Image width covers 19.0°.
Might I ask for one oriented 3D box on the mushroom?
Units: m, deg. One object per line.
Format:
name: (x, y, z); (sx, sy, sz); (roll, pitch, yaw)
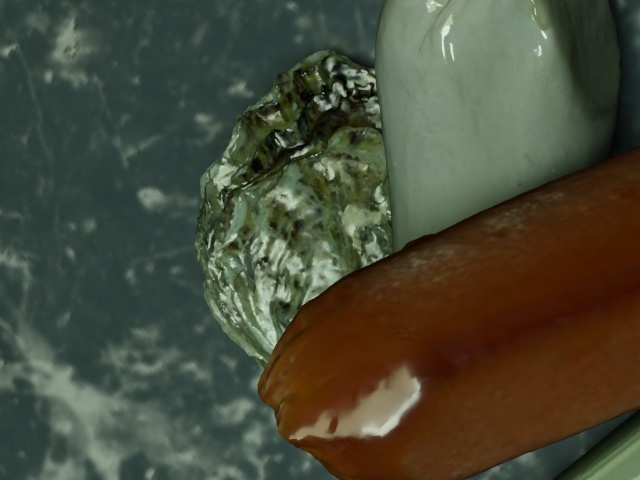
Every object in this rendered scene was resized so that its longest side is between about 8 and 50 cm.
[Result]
mushroom: (0.073, -0.009, 0.872); (0.103, 0.118, 0.270); (20, 111, 42)

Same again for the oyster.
oyster: (0.000, 0.000, 0.940); (0.125, 0.064, 0.177); (23, 93, 8)

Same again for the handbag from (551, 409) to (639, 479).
handbag: (0.185, 0.182, 0.853); (0.256, 0.079, 0.219); (-41, 83, 22)

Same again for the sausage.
sausage: (0.141, 0.012, 0.790); (0.348, 0.094, 0.097); (-22, 47, -8)
